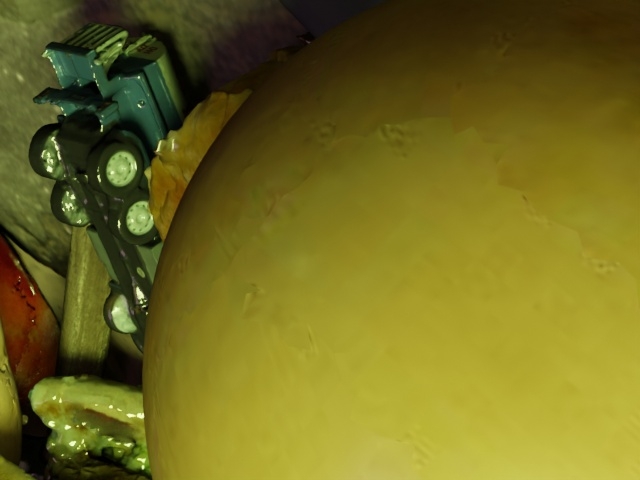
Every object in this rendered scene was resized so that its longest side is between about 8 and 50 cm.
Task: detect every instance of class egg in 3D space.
[{"bbox_3d":[0.105,0.081,0.633,0.374,0.301,0.301,48,147,8],"label":"egg"}]

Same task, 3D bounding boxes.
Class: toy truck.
[{"bbox_3d":[-0.097,-0.025,0.990,0.074,0.088,0.202,14,134,46],"label":"toy truck"}]

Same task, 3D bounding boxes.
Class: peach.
[{"bbox_3d":[-0.262,0.052,1.267,0.172,0.092,0.127,56,145,1],"label":"peach"}]

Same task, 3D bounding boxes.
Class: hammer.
[{"bbox_3d":[-0.156,0.055,1.161,0.111,0.043,0.365,12,133,-2],"label":"hammer"}]

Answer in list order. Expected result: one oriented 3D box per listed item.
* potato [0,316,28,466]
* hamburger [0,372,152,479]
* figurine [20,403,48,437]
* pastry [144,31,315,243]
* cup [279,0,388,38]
[{"bbox_3d":[-0.272,0.112,1.171,0.161,0.128,0.235,-7,94,22],"label":"potato"},{"bbox_3d":[-0.109,0.227,1.147,0.192,0.168,0.288,8,127,21],"label":"hamburger"},{"bbox_3d":[-0.233,0.135,1.325,0.067,0.083,0.071,2,106,7],"label":"figurine"},{"bbox_3d":[0.000,0.000,0.879,0.218,0.100,0.229,34,147,33],"label":"pastry"},{"bbox_3d":[0.029,-0.107,0.778,0.077,0.078,0.100,43,177,25],"label":"cup"}]
